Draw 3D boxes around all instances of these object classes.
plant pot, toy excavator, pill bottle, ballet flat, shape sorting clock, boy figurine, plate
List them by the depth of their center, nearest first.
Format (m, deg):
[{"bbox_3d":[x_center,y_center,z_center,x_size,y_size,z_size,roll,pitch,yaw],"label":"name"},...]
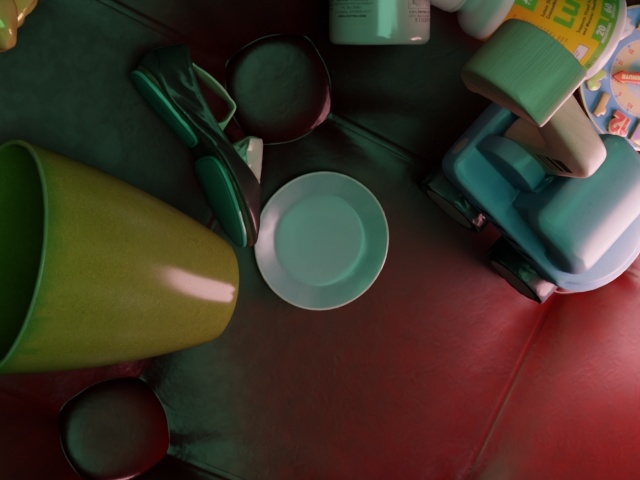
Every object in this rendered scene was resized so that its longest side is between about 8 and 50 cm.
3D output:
[{"bbox_3d":[-0.392,-0.247,1.513,0.177,0.285,0.092,-39,108,-5],"label":"boy figurine"},{"bbox_3d":[-0.256,0.040,1.631,0.294,0.275,0.274,11,95,-34],"label":"plant pot"},{"bbox_3d":[0.289,-0.100,1.661,0.433,0.445,0.222,45,84,-19],"label":"toy excavator"},{"bbox_3d":[-0.131,-0.127,1.716,0.096,0.095,0.280,-37,107,-21],"label":"ballet flat"},{"bbox_3d":[0.076,-0.365,1.719,0.131,0.131,0.229,-3,100,-17],"label":"pill bottle"},{"bbox_3d":[0.267,-0.315,1.783,0.246,0.136,0.136,20,92,-19],"label":"pill bottle"},{"bbox_3d":[0.000,0.000,1.810,0.188,0.024,0.188,-2,98,-17],"label":"plate"},{"bbox_3d":[0.457,-0.230,1.906,0.206,0.040,0.206,-3,100,-17],"label":"shape sorting clock"}]
